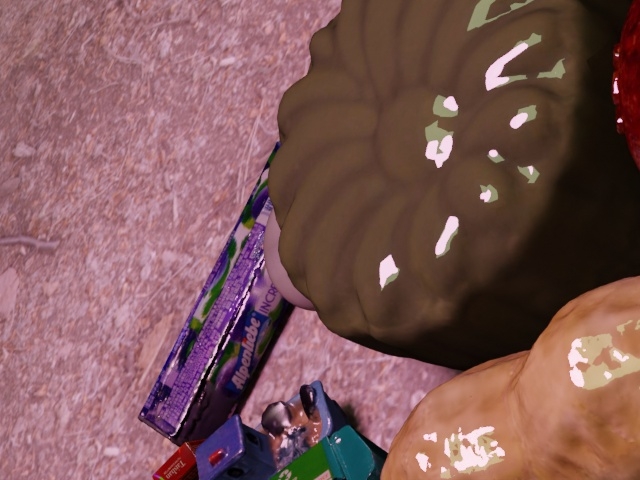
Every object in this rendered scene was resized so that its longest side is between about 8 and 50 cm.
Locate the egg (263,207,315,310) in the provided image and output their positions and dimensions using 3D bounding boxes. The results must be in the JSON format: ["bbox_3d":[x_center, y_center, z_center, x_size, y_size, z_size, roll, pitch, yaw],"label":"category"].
[{"bbox_3d":[0.000,0.000,1.640,0.103,0.103,0.135,-25,46,41],"label":"egg"}]

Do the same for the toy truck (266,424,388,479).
[{"bbox_3d":[-0.016,0.257,1.483,0.253,0.114,0.124,-38,27,30],"label":"toy truck"}]

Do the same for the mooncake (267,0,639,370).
[{"bbox_3d":[0.116,-0.075,1.451,0.356,0.194,0.356,-31,47,42],"label":"mooncake"}]

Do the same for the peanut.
[{"bbox_3d":[0.201,0.124,1.219,0.387,0.192,0.170,-31,52,36],"label":"peanut"}]

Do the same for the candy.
[{"bbox_3d":[-0.071,0.052,1.732,0.088,0.061,0.312,24,86,57],"label":"candy"}]

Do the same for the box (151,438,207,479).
[{"bbox_3d":[-0.111,0.205,1.661,0.051,0.082,0.023,-45,68,22],"label":"box"}]

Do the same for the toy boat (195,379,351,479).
[{"bbox_3d":[-0.066,0.210,1.587,0.223,0.097,0.100,-44,35,22],"label":"toy boat"}]

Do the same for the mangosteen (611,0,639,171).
[{"bbox_3d":[0.328,-0.112,1.229,0.257,0.215,0.215,-6,58,18],"label":"mangosteen"}]
